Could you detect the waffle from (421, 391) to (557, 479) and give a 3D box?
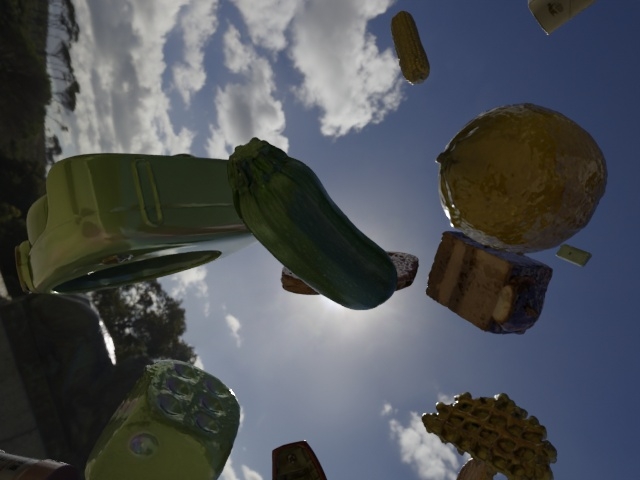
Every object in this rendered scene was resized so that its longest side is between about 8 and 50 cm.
[{"bbox_3d":[0.252,0.301,0.625,0.192,0.160,0.046,-105,171,-69],"label":"waffle"}]

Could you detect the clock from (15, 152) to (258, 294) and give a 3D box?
[{"bbox_3d":[-0.223,-0.004,0.490,0.307,0.235,0.096,-21,-96,39],"label":"clock"}]

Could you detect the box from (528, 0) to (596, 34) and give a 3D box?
[{"bbox_3d":[0.446,-0.446,0.631,0.067,0.155,0.242,43,-45,-17],"label":"box"}]

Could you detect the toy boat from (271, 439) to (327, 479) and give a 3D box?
[{"bbox_3d":[-0.017,0.631,0.869,0.080,0.136,0.392,100,-25,-45],"label":"toy boat"}]

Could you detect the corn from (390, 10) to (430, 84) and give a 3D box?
[{"bbox_3d":[0.247,-0.540,1.161,0.080,0.080,0.238,134,-52,-57],"label":"corn"}]

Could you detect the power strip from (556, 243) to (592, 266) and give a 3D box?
[{"bbox_3d":[0.660,0.038,1.081,0.040,0.016,0.090,-55,-157,5],"label":"power strip"}]

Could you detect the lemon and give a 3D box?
[{"bbox_3d":[0.261,-0.082,0.556,0.192,0.230,0.193,-162,-90,-79],"label":"lemon"}]

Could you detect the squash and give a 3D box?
[{"bbox_3d":[0.000,0.000,0.367,0.219,0.077,0.068,46,-10,-35],"label":"squash"}]

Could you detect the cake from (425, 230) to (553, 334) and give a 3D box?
[{"bbox_3d":[0.431,0.108,1.015,0.293,0.198,0.196,36,-66,57],"label":"cake"}]

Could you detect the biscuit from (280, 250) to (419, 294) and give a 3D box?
[{"bbox_3d":[0.066,0.074,0.890,0.276,0.262,0.052,6,-73,14],"label":"biscuit"}]

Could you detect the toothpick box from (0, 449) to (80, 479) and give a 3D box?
[{"bbox_3d":[-0.440,0.358,0.587,0.148,0.098,0.099,4,-63,12],"label":"toothpick box"}]

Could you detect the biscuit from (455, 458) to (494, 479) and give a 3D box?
[{"bbox_3d":[0.338,0.603,0.944,0.033,0.225,0.144,22,-15,1],"label":"biscuit"}]

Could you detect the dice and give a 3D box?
[{"bbox_3d":[-0.350,0.448,0.945,0.250,0.254,0.252,-56,-166,6],"label":"dice"}]
